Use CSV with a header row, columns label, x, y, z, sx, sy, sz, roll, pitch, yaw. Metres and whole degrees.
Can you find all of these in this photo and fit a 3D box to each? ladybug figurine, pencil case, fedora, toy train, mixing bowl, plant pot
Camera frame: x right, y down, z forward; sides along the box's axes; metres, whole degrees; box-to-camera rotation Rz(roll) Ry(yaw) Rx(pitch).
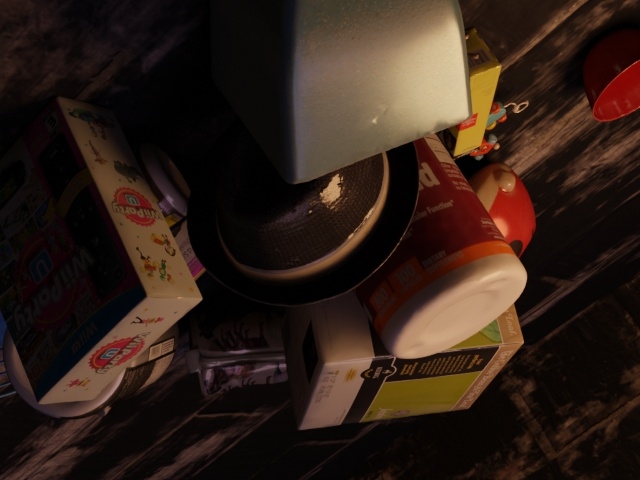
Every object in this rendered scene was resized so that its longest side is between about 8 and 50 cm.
label,x,y,z,sx,sy,sz,roll,pitch,yaw
ladybug figurine,0.291,0.031,1.958,0.305,0.161,0.449,-51,171,-37
pencil case,-0.054,0.201,1.891,0.410,0.160,0.183,-4,176,-9
fedora,-0.030,-0.088,1.274,0.334,0.334,0.152,-27,156,-4
toy train,0.288,-0.204,1.761,0.125,0.046,0.166,-14,154,-32
mixing bowl,0.532,-0.306,1.757,0.181,0.098,0.181,-24,155,-12
plant pot,0.014,-0.263,1.132,0.247,0.247,0.252,-22,139,-15

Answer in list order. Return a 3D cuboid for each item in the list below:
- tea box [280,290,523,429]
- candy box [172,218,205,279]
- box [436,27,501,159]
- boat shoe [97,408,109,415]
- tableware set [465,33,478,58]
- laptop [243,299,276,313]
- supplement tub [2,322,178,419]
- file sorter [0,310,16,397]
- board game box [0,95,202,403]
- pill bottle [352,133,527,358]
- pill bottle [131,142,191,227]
label,x,y,z,sx,sy,sz,roll,pitch,yaw
tea box,0.119,0.150,1.657,0.323,0.220,0.329,-4,153,-11
candy box,-0.172,-0.003,1.490,0.159,0.071,0.233,-43,-177,27
box,0.229,-0.229,1.597,0.058,0.087,0.232,-23,156,-13
boat shoe,-0.413,0.244,1.841,0.070,0.077,0.219,-56,166,-32
tableware set,0.103,-0.253,1.334,0.128,0.194,0.039,-30,121,-35
laptop,0.009,0.095,1.914,0.264,0.137,0.234,-23,155,-30
supplement tub,-0.332,0.151,1.519,0.193,0.194,0.316,-32,177,6
file sorter,-0.521,0.167,1.528,0.118,0.105,0.170,-15,152,-27
board game box,-0.302,0.012,1.225,0.224,0.303,0.097,-42,154,25
pill bottle,0.105,-0.047,1.443,0.224,0.392,0.224,-24,154,-12
pill bottle,-0.290,-0.034,1.374,0.215,0.117,0.117,-32,155,7
